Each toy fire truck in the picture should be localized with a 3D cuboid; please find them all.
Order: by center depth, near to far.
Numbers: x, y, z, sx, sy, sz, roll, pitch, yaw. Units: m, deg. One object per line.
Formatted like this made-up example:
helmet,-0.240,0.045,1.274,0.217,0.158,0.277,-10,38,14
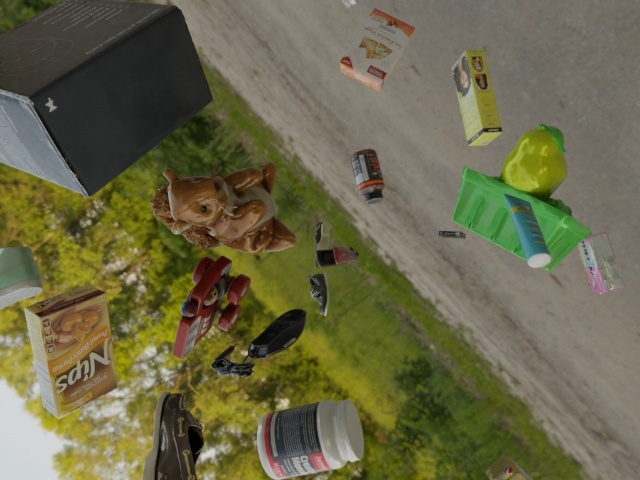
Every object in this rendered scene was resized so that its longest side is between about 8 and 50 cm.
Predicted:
toy fire truck,-0.364,0.207,1.789,0.169,0.254,0.302,27,124,7

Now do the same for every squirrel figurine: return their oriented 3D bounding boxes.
squirrel figurine,-0.333,-0.083,1.677,0.370,0.397,0.280,2,-103,-58

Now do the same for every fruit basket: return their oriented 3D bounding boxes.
fruit basket,0.607,-0.143,1.651,0.392,0.392,0.283,37,-167,37

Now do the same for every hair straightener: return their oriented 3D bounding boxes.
hair straightener,0.030,0.035,1.327,0.230,0.089,0.047,-16,-87,-72

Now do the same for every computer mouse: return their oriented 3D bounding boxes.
computer mouse,-0.149,0.269,1.430,0.184,0.262,0.060,-11,112,45

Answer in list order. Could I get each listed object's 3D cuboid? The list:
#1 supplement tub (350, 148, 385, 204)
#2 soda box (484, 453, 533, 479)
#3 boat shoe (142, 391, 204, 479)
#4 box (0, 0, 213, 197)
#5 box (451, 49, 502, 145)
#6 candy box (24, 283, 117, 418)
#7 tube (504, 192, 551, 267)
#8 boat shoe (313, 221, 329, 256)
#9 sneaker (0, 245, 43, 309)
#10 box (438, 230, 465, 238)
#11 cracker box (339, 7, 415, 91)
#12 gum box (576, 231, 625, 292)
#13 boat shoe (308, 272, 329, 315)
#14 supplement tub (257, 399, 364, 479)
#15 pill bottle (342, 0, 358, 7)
supplement tub,0.184,-0.240,2.149,0.106,0.106,0.197,106,152,-76
soda box,0.433,0.537,1.210,0.181,0.061,0.058,45,-176,-25
boat shoe,-0.267,0.389,1.069,0.324,0.097,0.116,-123,28,-72
box,-0.648,-0.415,1.526,0.472,0.480,0.297,18,142,33
box,0.403,-0.369,1.465,0.087,0.058,0.232,131,131,-70
candy box,-0.661,0.295,1.517,0.088,0.183,0.316,20,119,35
tube,0.495,-0.029,1.352,0.080,0.052,0.207,20,-136,-23
boat shoe,0.001,0.000,1.971,0.049,0.133,0.042,14,170,-42
sneaker,-0.867,0.102,1.484,0.094,0.256,0.151,90,160,-66
box,0.486,-0.021,2.083,0.083,0.018,0.067,3,174,31
cracker box,0.186,-0.626,1.858,0.156,0.232,0.067,29,171,9
gum box,0.868,0.074,1.760,0.107,0.062,0.188,58,-164,-85
boat shoe,-0.006,0.216,2.255,0.233,0.079,0.084,-99,15,-54
supplement tub,-0.029,0.573,1.638,0.191,0.272,0.191,-16,-90,-76
pill bottle,0.105,-0.740,1.698,0.043,0.083,0.043,45,-171,-9
